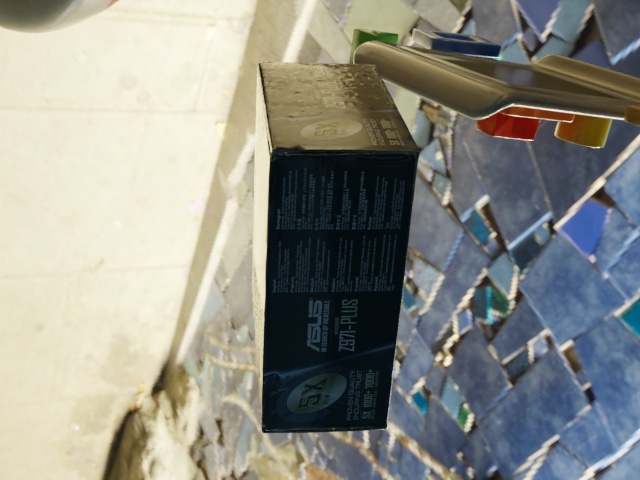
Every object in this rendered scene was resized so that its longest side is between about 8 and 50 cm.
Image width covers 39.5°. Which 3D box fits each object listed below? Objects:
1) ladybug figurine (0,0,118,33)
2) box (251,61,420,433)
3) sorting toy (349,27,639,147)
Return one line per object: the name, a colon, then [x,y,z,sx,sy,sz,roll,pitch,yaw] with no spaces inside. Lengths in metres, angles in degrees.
ladybug figurine: [-0.280,-0.368,0.891,0.161,0.449,0.305,-14,126,-41]
box: [0.000,0.000,0.539,0.077,0.147,0.180,0,119,-7]
sorting toy: [0.146,-0.104,0.655,0.196,0.347,0.047,-3,112,-27]
